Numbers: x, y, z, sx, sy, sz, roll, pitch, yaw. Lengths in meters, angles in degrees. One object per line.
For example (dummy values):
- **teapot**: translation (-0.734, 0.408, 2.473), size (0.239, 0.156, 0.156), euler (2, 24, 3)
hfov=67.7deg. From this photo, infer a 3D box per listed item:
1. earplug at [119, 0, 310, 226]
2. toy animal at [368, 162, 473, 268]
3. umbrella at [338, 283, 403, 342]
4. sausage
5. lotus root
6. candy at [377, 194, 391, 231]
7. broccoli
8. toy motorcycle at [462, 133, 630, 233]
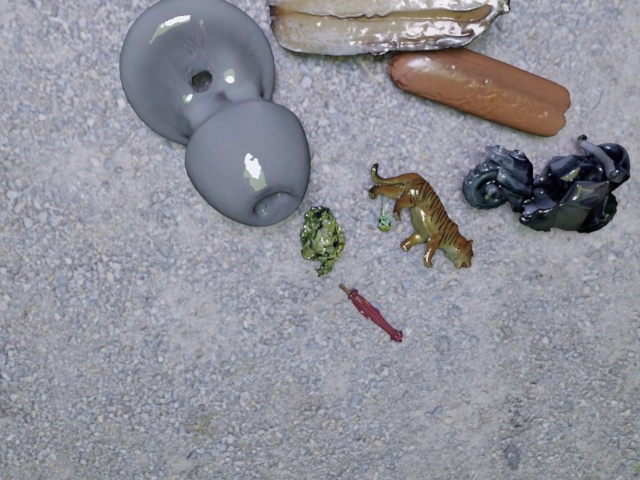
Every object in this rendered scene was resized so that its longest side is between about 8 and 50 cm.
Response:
- **earplug**: translation (-0.134, -0.171, 0.672), size (0.214, 0.175, 0.325), euler (-30, 106, 4)
- **toy animal**: translation (0.166, -0.036, 0.789), size (0.099, 0.057, 0.241), euler (-39, 102, -17)
- **umbrella**: translation (0.092, 0.130, 0.855), size (0.165, 0.025, 0.027), euler (44, 81, -17)
- **sausage**: translation (0.241, -0.233, 0.720), size (0.289, 0.086, 0.086), euler (16, 105, -7)
- **lotus root**: translation (0.089, -0.341, 0.653), size (0.329, 0.078, 0.167), euler (8, 117, 14)
- **candy**: translation (0.106, -0.056, 0.801), size (0.023, 0.025, 0.083), euler (0, 101, 15)
- **broccoli**: translation (0.000, 0.000, 0.778), size (0.095, 0.092, 0.097), euler (39, 120, 0)
- **toy motorcycle**: translation (0.365, -0.094, 0.744), size (0.270, 0.106, 0.159), euler (12, 128, -13)
